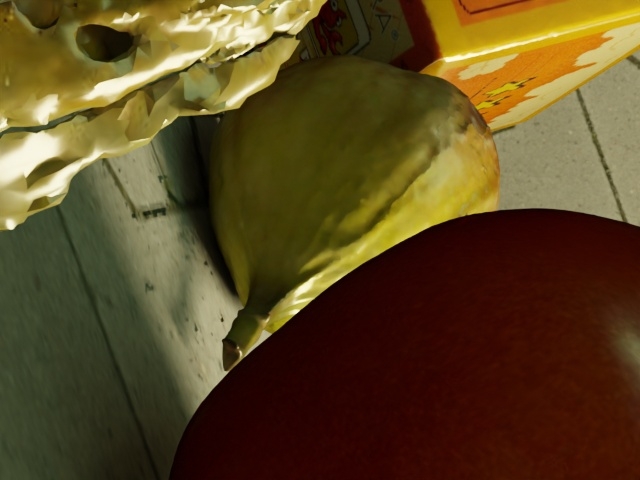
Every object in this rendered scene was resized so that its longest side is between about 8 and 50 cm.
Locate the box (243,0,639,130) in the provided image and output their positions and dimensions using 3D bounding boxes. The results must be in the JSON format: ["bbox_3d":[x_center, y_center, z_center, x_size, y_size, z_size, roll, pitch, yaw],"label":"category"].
[{"bbox_3d":[0.058,-0.216,1.124,0.259,0.214,0.283,-34,-108,64],"label":"box"}]

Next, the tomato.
[{"bbox_3d":[0.066,0.120,0.688,0.226,0.298,0.298,28,-16,32],"label":"tomato"}]

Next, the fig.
[{"bbox_3d":[0.000,0.000,0.917,0.159,0.159,0.257,67,28,-16],"label":"fig"}]

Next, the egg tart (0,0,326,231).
[{"bbox_3d":[-0.106,-0.139,0.432,0.297,0.132,0.297,5,81,-35],"label":"egg tart"}]
